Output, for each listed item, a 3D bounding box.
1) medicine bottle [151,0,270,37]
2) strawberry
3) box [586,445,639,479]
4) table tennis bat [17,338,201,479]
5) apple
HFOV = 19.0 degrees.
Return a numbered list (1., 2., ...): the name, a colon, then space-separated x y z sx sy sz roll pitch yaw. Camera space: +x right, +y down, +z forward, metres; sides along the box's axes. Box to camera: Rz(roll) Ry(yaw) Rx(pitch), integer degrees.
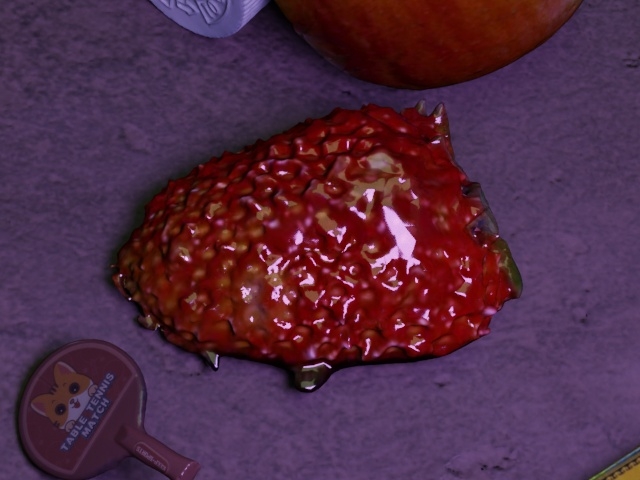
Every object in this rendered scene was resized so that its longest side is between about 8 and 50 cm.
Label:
1. medicine bottle: -0.024 -0.329 1.671 0.158 0.158 0.318 37 61 13
2. strawberry: 0.000 0.000 1.499 0.306 0.138 0.233 -17 66 -20
3. box: 0.312 0.275 1.440 0.153 0.041 0.279 -28 68 -22
4. table tennis bat: -0.136 0.154 1.460 0.170 0.119 0.107 27 84 33
5. apple: 0.094 -0.257 1.583 0.346 0.254 0.179 36 30 -30
